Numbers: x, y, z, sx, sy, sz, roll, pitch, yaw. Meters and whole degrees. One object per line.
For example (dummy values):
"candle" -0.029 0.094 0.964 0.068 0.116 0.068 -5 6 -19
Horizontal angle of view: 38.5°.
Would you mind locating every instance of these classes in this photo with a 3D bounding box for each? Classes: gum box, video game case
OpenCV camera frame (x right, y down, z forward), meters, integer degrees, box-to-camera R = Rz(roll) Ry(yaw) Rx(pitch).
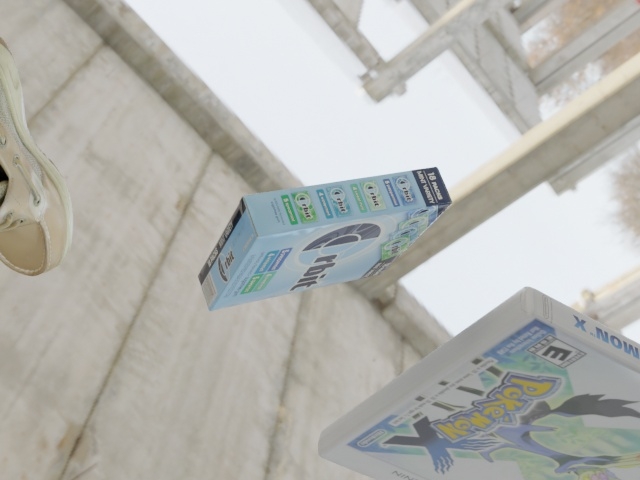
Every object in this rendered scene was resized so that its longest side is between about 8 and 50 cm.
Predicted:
"gum box" 0.000 0.000 0.809 0.184 0.157 0.041 -11 -111 -27
"video game case" 0.207 0.192 0.893 0.300 0.329 0.036 26 -134 -19

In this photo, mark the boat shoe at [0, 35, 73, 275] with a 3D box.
"boat shoe" -0.314 -0.059 0.860 0.302 0.109 0.098 90 -171 -48
